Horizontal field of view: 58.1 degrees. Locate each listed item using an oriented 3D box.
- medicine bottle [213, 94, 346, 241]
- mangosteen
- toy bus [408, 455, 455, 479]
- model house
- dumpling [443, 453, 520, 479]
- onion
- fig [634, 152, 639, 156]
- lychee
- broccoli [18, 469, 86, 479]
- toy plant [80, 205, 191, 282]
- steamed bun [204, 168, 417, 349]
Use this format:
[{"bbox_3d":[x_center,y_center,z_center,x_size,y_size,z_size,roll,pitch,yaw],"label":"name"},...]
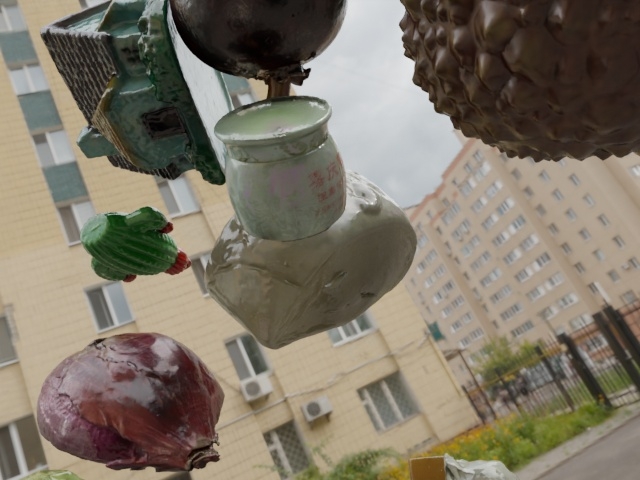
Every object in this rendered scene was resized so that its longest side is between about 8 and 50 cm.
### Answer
[{"bbox_3d":[-0.045,-0.092,0.700,0.147,0.147,0.143,-20,-57,-17],"label":"medicine bottle"},{"bbox_3d":[-0.072,-0.281,0.756,0.235,0.261,0.235,-12,12,3],"label":"mangosteen"},{"bbox_3d":[0.239,0.546,1.170,0.098,0.201,0.114,-10,-27,14],"label":"toy bus"},{"bbox_3d":[-0.288,-0.221,0.870,0.249,0.230,0.280,-11,-48,5],"label":"model house"},{"bbox_3d":[0.267,0.393,0.881,0.108,0.188,0.127,-55,-25,11],"label":"dumpling"},{"bbox_3d":[-0.227,0.197,0.754,0.227,0.283,0.120,-19,-63,-48],"label":"onion"},{"bbox_3d":[0.626,-0.206,0.958,0.143,0.160,0.231,-46,26,-23],"label":"fig"},{"bbox_3d":[0.160,-0.178,0.330,0.271,0.271,0.271,-24,-20,-9],"label":"lychee"},{"bbox_3d":[-0.275,0.299,0.308,0.293,0.348,0.281,2,-49,-24],"label":"broccoli"},{"bbox_3d":[-0.316,0.021,0.991,0.154,0.088,0.240,-23,-24,-12],"label":"toy plant"},{"bbox_3d":[-0.002,-0.002,1.004,0.383,0.247,0.236,-21,-42,-38],"label":"steamed bun"}]
